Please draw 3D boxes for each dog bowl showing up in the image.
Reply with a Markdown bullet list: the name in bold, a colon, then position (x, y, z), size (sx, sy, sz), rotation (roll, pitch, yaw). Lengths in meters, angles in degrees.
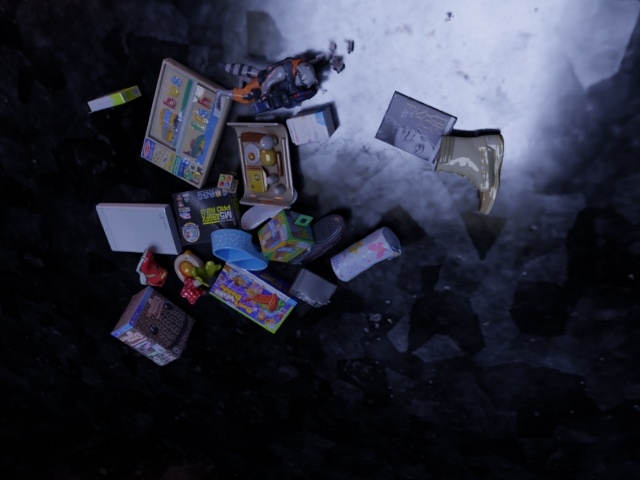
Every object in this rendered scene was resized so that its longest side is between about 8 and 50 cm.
- **dog bowl**: position (-0.312, 0.045, 1.728), size (0.166, 0.074, 0.297), rotation (-9, 154, 25)

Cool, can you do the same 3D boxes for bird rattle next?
- **bird rattle**: position (-0.571, 0.150, 1.968), size (0.207, 0.143, 0.253), rotation (51, 134, -1)

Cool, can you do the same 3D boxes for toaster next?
- **toaster**: position (-0.036, 0.188, 1.767), size (0.186, 0.110, 0.168), rotation (29, 164, -1)

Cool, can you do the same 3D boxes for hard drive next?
- **hard drive**: position (-0.805, -0.052, 1.939), size (0.353, 0.047, 0.233), rotation (2, 120, 15)

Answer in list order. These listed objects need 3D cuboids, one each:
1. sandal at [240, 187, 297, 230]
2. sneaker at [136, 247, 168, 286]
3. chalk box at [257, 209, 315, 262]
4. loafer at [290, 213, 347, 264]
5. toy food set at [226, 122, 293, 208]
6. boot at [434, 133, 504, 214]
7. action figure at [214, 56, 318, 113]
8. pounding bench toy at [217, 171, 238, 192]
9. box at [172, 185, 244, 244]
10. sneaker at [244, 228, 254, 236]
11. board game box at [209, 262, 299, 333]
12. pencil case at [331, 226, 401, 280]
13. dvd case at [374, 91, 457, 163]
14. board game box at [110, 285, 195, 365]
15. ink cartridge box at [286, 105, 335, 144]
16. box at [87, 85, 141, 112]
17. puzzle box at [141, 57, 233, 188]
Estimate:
- **sandal**: position (-0.194, -0.124, 1.690), size (0.265, 0.076, 0.102), rotation (-32, 67, 19)
- **sneaker**: position (-0.753, 0.127, 1.975), size (0.118, 0.107, 0.279), rotation (17, 150, -4)
- **chalk box**: position (-0.116, -0.026, 1.664), size (0.213, 0.132, 0.132), rotation (-36, 149, 32)
- **loafer**: position (0.000, 0.000, 1.710), size (0.302, 0.109, 0.095), rotation (-37, 146, 30)
- **toy food set**: position (-0.222, -0.271, 1.573), size (0.220, 0.092, 0.306), rotation (7, 115, 26)
- **boot**: position (0.474, -0.214, 1.418), size (0.203, 0.095, 0.262), rotation (3, 116, 8)
- **action figure**: position (-0.171, -0.483, 1.337), size (0.330, 0.341, 0.178), rotation (-2, 112, 22)
- **pounding bench toy**: position (-0.346, -0.229, 1.639), size (0.052, 0.065, 0.083), rotation (8, 80, 12)
- **box**: position (-0.451, -0.103, 1.756), size (0.270, 0.060, 0.216), rotation (-6, 97, 20)
- **sneaker**: position (-0.359, -0.051, 1.806), size (0.188, 0.066, 0.071), rotation (3, 98, 14)
- **board game box**: position (-0.288, 0.232, 1.925), size (0.347, 0.078, 0.233), rotation (33, 123, -3)
- **pencil case**: position (0.172, 0.055, 1.665), size (0.273, 0.113, 0.124), rotation (-30, 126, 28)
- **dvd case**: position (0.311, -0.369, 1.435), size (0.221, 0.018, 0.164), rotation (24, 123, 2)
- **board game box**: position (-0.775, 0.402, 2.046), size (0.141, 0.232, 0.291), rotation (-30, 121, 28)
- **ink cartridge box**: position (-0.036, -0.390, 1.485), size (0.143, 0.090, 0.092), rotation (-6, 117, 21)
- **box**: position (-0.772, -0.525, 1.621), size (0.178, 0.109, 0.042), rotation (-6, 120, 20)
- **puzzle box**: position (-0.506, -0.426, 1.631), size (0.272, 0.052, 0.409), rotation (29, 123, 0)
